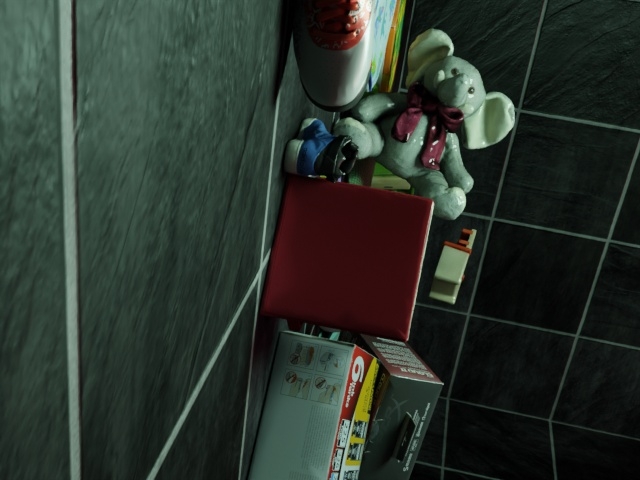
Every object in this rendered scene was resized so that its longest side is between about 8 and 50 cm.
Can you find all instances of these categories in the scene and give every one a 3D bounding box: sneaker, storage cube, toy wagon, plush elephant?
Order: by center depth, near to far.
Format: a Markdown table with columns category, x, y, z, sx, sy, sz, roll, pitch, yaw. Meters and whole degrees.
| category | x | y | z | sx | sy | sz | roll | pitch | yaw |
| --- | --- | --- | --- | --- | --- | --- | --- | --- | --- |
| sneaker | 0.013 | -0.270 | 0.828 | 0.145 | 0.090 | 0.270 | -21 | 119 | -82 |
| sneaker | 0.009 | -0.117 | 1.065 | 0.152 | 0.085 | 0.058 | -63 | 163 | -69 |
| storage cube | 0.041 | 0.028 | 1.125 | 0.183 | 0.193 | 0.215 | 39 | 62 | -83 |
| plush elephant | 0.213 | -0.233 | 1.534 | 0.255 | 0.272 | 0.330 | -54 | -179 | 19 |
| toy wagon | 0.125 | -0.435 | 1.635 | 0.267 | 0.068 | 0.344 | -72 | 171 | -49 |

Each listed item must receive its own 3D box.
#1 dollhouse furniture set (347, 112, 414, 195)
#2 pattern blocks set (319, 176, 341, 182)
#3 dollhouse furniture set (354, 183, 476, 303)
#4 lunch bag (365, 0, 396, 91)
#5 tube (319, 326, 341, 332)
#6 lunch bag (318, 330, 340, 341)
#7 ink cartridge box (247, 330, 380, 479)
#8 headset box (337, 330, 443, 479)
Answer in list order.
| category | x | y | z | sx | sy | sz | roll | pitch | yaw |
| --- | --- | --- | --- | --- | --- | --- | --- | --- | --- |
| dollhouse furniture set | 0.132 | -0.116 | 1.742 | 0.301 | 0.151 | 0.197 | 88 | 4 | -63 |
| pattern blocks set | 0.000 | 0.000 | 1.474 | 0.324 | 0.026 | 0.285 | -72 | 170 | -47 |
| dollhouse furniture set | 0.153 | 0.017 | 1.576 | 0.262 | 0.259 | 0.135 | 92 | 17 | -53 |
| lunch bag | 0.049 | -0.315 | 1.054 | 0.176 | 0.090 | 0.219 | 68 | 34 | -81 |
| tube | 0.040 | 0.091 | 1.895 | 0.070 | 0.062 | 0.240 | -21 | -130 | 43 |
| lunch bag | 0.083 | 0.250 | 2.032 | 0.262 | 0.160 | 0.223 | -53 | 177 | 6 |
| ink cartridge box | -0.001 | 0.326 | 1.344 | 0.272 | 0.130 | 0.309 | 44 | 57 | -69 |
| headset box | 0.103 | 0.299 | 1.521 | 0.293 | 0.110 | 0.218 | -133 | -122 | -67 |
